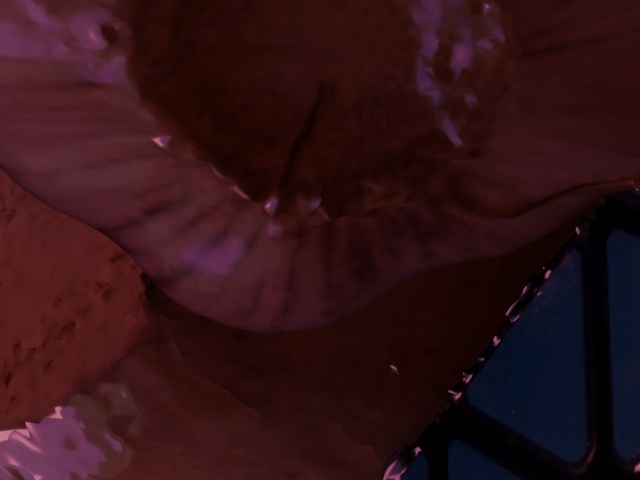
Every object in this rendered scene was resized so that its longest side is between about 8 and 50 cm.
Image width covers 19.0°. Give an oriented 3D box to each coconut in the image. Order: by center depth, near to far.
[{"bbox_3d":[0.000,0.000,0.904,0.404,0.404,0.404,47,-179,-1],"label":"coconut"}]

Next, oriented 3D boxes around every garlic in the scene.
[{"bbox_3d":[0.000,-0.131,0.481,0.245,0.245,0.253,47,-147,-42],"label":"garlic"}]

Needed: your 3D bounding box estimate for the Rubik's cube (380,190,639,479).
[{"bbox_3d":[0.146,0.096,0.644,0.233,0.228,0.229,44,170,17],"label":"Rubik's cube"}]
